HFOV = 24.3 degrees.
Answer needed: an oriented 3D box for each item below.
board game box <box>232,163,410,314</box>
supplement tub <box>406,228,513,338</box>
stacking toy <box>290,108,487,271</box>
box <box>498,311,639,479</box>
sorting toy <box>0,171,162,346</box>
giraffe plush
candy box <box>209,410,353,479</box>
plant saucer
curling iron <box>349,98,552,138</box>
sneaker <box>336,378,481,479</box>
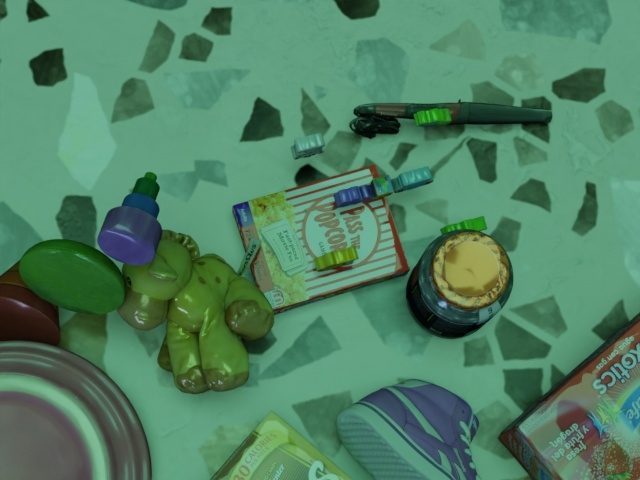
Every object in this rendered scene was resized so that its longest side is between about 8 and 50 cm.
[{"bbox_3d":[0.000,0.000,1.895,0.193,0.045,0.147,-17,80,-7],"label":"board game box"},{"bbox_3d":[0.171,0.053,1.819,0.117,0.190,0.117,1,79,-3],"label":"supplement tub"},{"bbox_3d":[0.081,-0.065,1.867,0.221,0.052,0.167,-14,82,-8],"label":"stacking toy"},{"bbox_3d":[0.381,0.194,1.823,0.300,0.154,0.142,-39,83,-11],"label":"box"},{"bbox_3d":[-0.289,0.013,1.763,0.127,0.365,0.126,33,51,-23],"label":"sorting toy"},{"bbox_3d":[-0.168,0.064,1.778,0.170,0.181,0.210,28,66,-39],"label":"giraffe plush"},{"bbox_3d":[-0.001,0.379,1.795,0.316,0.087,0.183,40,78,4],"label":"candy box"},{"bbox_3d":[-0.372,0.284,1.781,0.332,0.084,0.332,0,83,0],"label":"plant saucer"},{"bbox_3d":[0.169,-0.164,1.936,0.274,0.068,0.035,-4,77,-9],"label":"curling iron"},{"bbox_3d":[0.167,0.276,1.787,0.161,0.102,0.282,-23,63,-39],"label":"sneaker"}]
